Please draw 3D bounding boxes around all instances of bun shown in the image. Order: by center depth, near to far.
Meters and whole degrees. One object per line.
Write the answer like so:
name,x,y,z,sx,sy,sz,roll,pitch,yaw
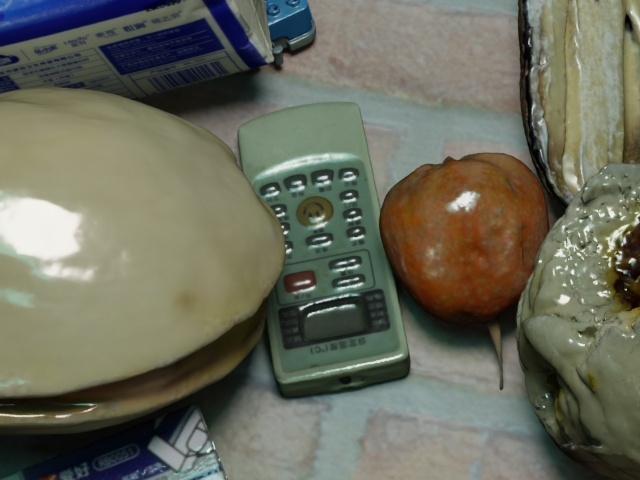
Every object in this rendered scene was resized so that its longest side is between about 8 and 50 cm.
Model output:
bun,0.262,0.092,1.580,0.205,0.281,0.281,-31,62,-2

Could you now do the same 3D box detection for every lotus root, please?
lotus root,0.237,-0.147,1.803,0.167,0.078,0.329,16,62,-21

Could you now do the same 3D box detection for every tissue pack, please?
tissue pack,-0.198,-0.215,1.757,0.269,0.209,0.137,-14,63,13

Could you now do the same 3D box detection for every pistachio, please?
pistachio,-0.254,0.017,1.664,0.445,0.281,0.365,-2,39,-9

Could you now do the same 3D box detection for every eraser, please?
eraser,-0.176,0.230,1.640,0.210,0.068,0.124,-21,63,-6

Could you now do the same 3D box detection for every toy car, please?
toy car,-0.082,-0.255,1.886,0.097,0.100,0.191,-26,61,-9

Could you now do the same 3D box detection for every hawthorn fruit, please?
hawthorn fruit,0.135,0.006,1.695,0.149,0.149,0.189,-27,61,-10

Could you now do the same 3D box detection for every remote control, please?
remote control,0.000,0.000,1.770,0.123,0.038,0.285,-9,60,1
